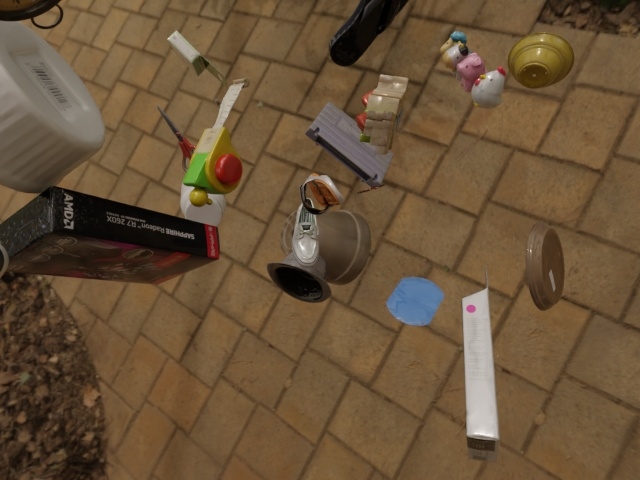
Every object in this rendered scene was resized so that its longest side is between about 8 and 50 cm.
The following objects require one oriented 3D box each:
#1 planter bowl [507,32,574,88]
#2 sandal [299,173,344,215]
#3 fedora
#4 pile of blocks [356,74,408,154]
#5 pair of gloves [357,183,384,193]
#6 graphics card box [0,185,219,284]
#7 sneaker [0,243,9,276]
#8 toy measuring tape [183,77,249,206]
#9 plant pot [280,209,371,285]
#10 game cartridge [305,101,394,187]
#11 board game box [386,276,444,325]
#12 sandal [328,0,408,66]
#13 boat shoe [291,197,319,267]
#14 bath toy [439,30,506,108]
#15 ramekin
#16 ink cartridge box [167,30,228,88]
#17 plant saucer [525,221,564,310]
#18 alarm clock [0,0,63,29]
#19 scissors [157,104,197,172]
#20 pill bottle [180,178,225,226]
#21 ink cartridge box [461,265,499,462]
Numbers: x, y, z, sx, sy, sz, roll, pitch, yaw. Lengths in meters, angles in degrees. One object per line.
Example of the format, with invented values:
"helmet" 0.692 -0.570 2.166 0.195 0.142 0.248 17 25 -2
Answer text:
"planter bowl" 0.760 -0.604 1.499 0.217 0.217 0.090 17 63 25
"sandal" -0.013 -0.111 1.058 0.076 0.265 0.102 -35 97 -5
"fedora" -0.060 0.111 1.537 0.244 0.275 0.124 8 56 24
"pile of blocks" 0.162 -0.351 1.191 0.113 0.149 0.362 13 41 13
"pair of gloves" 0.163 -0.167 1.376 0.083 0.074 0.010 -14 94 36
"graphics card box" -0.426 0.010 0.893 0.233 0.371 0.094 -20 69 29
"sneaker" -0.642 0.084 0.771 0.295 0.178 0.124 -28 92 5
"toy measuring tape" -0.217 -0.218 0.999 0.121 0.121 0.330 10 69 25
"plant pot" 0.000 0.000 1.754 0.323 0.280 0.323 -25 56 45
"game cartridge" 0.125 -0.384 1.715 0.355 0.230 0.068 37 134 -10
"board game box" 0.271 0.180 1.228 0.133 0.033 0.168 23 53 25
"sandal" 0.114 -0.454 0.856 0.254 0.097 0.054 -49 43 39
"boat shoe" -0.048 -0.029 1.306 0.083 0.076 0.226 -3 57 -7
"bath toy" 0.512 -0.576 1.433 0.151 0.129 0.348 5 44 -16
"ramekin" -0.498 -0.230 0.710 0.135 0.277 0.277 -29 67 6
"ink cartridge box" -0.468 -0.677 1.650 0.235 0.171 0.056 45 88 -9
"plant saucer" 0.700 0.079 1.318 0.041 0.278 0.278 -4 73 43
"alarm clock" -0.329 -0.295 0.456 0.129 0.192 0.064 -43 88 -15
"scissors" -0.535 -0.401 1.661 0.109 0.021 0.297 -17 100 23
"pill bottle" -0.354 -0.120 1.287 0.131 0.131 0.229 -42 30 7
"ink cartridge box" 0.341 0.256 0.918 0.069 0.176 0.371 -1 52 21
